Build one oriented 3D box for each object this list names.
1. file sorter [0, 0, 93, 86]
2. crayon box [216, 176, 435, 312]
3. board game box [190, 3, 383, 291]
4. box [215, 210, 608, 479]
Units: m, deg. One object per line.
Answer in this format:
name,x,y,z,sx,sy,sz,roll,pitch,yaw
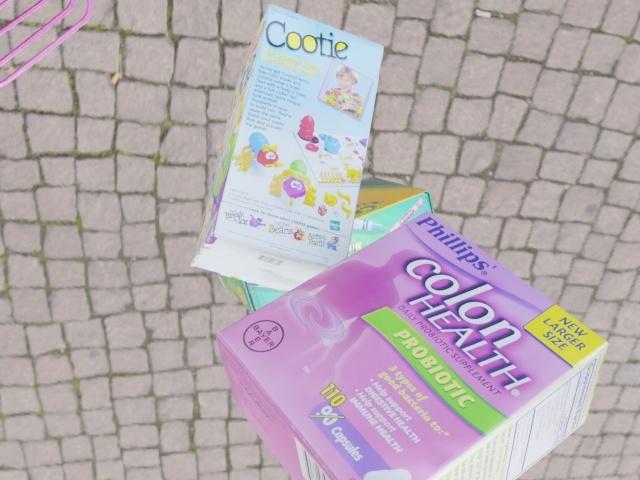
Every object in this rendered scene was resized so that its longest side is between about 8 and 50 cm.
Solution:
file sorter,-0.467,-0.358,0.936,0.202,0.291,0.182,-42,141,-10
crayon box,0.000,0.000,0.969,0.279,0.165,0.081,-21,110,-19
board game box,-0.038,-0.096,0.799,0.145,0.142,0.275,17,70,-15
box,0.074,0.119,0.606,0.243,0.213,0.117,-28,137,-22
